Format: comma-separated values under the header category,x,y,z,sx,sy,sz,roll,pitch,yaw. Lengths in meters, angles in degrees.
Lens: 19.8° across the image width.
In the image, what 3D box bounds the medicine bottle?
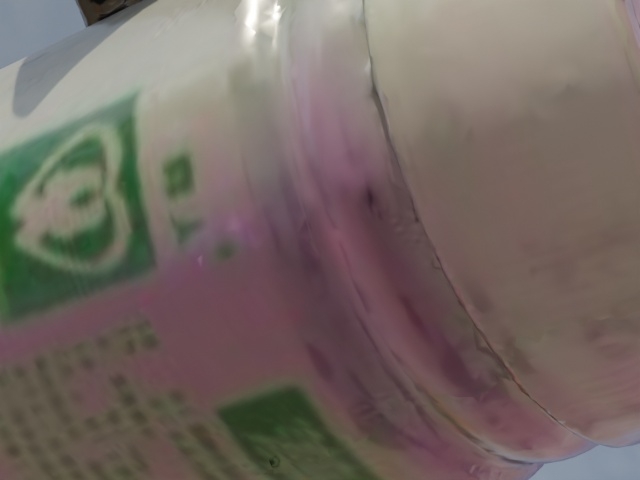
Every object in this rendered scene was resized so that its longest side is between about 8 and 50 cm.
category,x,y,z,sx,sy,sz,roll,pitch,yaw
medicine bottle,0.000,0.000,0.642,0.325,0.212,0.212,-21,-58,27

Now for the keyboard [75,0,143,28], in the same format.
category,x,y,z,sx,sy,sz,roll,pitch,yaw
keyboard,-0.075,-0.166,0.739,0.101,0.018,0.309,-34,-30,-12
